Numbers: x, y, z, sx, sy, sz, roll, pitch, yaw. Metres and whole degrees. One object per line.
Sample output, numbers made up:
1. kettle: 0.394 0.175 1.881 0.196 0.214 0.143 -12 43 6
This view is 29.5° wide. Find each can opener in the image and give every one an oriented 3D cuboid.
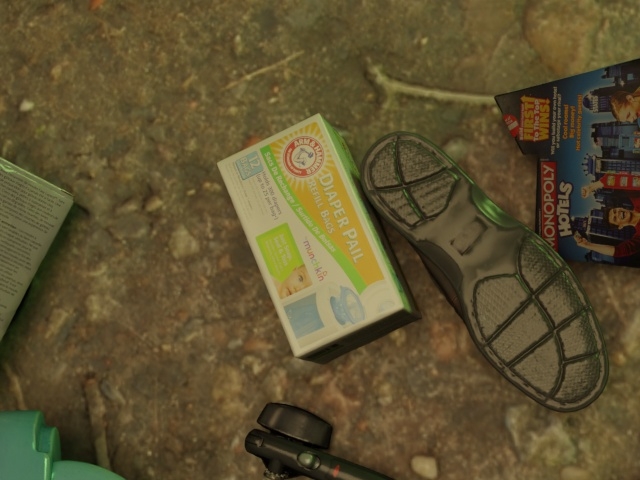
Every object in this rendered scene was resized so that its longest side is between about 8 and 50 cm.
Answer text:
1. can opener: 0.015 0.213 1.133 0.186 0.059 0.073 23 87 17

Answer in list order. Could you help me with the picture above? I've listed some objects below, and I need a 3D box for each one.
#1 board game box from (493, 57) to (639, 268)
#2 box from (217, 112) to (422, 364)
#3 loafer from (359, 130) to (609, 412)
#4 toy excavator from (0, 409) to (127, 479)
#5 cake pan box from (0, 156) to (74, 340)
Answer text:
1. board game box: 0.252 -0.079 1.099 0.194 0.060 0.194 8 101 41
2. box: 0.000 0.000 1.148 0.114 0.103 0.203 -26 76 9
3. loafer: 0.154 0.026 1.119 0.109 0.095 0.302 -39 78 2
4. toy excavator: -0.177 0.357 1.076 0.445 0.222 0.433 -1 61 -7
5. cake pan box: -0.402 0.009 1.179 0.070 0.267 0.246 17 80 60
